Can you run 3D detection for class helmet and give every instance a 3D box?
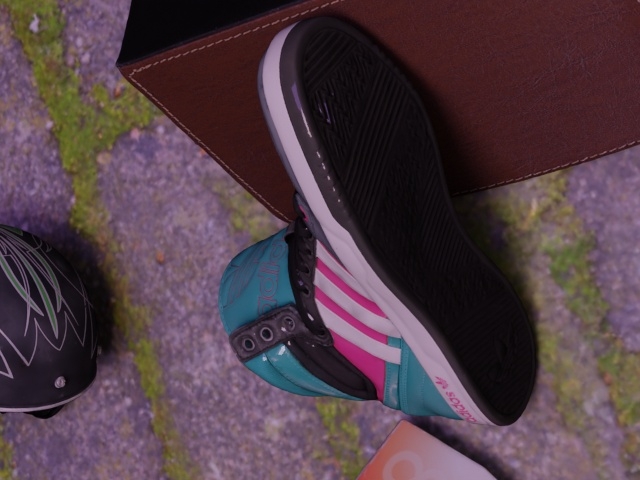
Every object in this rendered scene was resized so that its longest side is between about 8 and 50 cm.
[{"bbox_3d":[-0.246,0.068,0.957,0.169,0.169,0.161,56,130,16],"label":"helmet"}]

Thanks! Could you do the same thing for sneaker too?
[{"bbox_3d":[0.000,0.000,0.797,0.178,0.124,0.295,-4,130,37],"label":"sneaker"}]

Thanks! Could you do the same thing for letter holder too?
[{"bbox_3d":[0.066,-0.143,0.807,0.301,0.214,0.152,-14,52,28],"label":"letter holder"}]

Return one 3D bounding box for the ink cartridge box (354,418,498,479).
[{"bbox_3d":[0.083,0.216,0.804,0.179,0.045,0.145,28,65,27],"label":"ink cartridge box"}]
